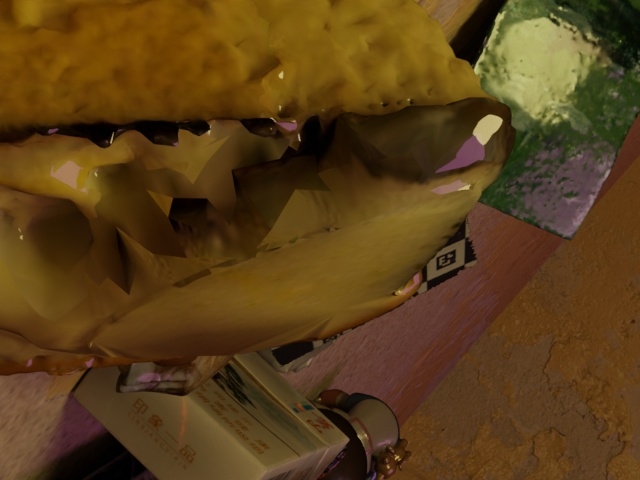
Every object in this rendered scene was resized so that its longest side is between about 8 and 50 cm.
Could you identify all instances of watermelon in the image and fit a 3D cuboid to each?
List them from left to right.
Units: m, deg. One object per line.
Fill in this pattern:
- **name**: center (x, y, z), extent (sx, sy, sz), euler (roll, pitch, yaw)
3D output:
- **watermelon**: center (0.236, -0.138, 1.036), extent (0.264, 0.151, 0.302), euler (-64, 167, 4)

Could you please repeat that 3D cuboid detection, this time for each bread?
- **bread**: center (-0.083, -0.032, 0.422), extent (0.262, 0.162, 0.204), euler (2, 146, -14)

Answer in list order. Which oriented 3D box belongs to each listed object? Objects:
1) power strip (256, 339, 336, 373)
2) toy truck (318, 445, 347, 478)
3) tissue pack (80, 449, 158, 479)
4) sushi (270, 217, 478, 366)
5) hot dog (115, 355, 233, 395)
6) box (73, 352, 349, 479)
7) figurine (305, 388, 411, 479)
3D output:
- **power strip**: center (0.030, 0.019, 1.082), extent (0.270, 0.046, 0.118), euler (-57, 163, 27)
- **toy truck**: center (-0.074, 0.259, 1.255), extent (0.114, 0.107, 0.253), euler (-54, 163, 18)
- **tissue pack**: center (-0.215, 0.297, 0.921), extent (0.259, 0.122, 0.361), euler (-54, 167, 29)
- **sushi**: center (0.026, 0.007, 0.964), extent (0.210, 0.040, 0.192), euler (-29, 144, -4)
- **hot dog**: center (-0.064, -0.021, 0.656), extent (0.162, 0.082, 0.270), euler (-45, 160, -55)
- **box**: center (-0.076, 0.141, 0.877), extent (0.067, 0.149, 0.233), euler (-49, 165, 7)
- **figurine**: center (-0.004, 0.290, 1.461), extent (0.158, 0.161, 0.275), euler (-34, 169, 28)
